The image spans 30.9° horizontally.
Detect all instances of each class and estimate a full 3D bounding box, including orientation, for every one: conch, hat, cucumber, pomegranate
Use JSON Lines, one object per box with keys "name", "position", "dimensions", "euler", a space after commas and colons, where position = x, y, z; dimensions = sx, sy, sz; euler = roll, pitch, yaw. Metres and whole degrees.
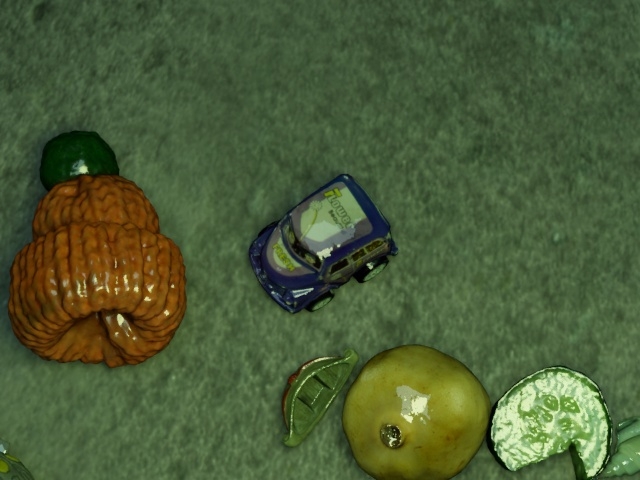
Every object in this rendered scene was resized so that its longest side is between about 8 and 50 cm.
{"name": "conch", "position": [0.509, 0.330, 1.840], "dimensions": [0.180, 0.088, 0.065], "euler": [-26, 118, -13]}
{"name": "hat", "position": [-0.343, -0.001, 1.877], "dimensions": [0.285, 0.285, 0.400], "euler": [1, 54, 1]}
{"name": "cucumber", "position": [0.356, 0.285, 1.813], "dimensions": [0.191, 0.130, 0.191], "euler": [0, 74, 1]}
{"name": "pomegranate", "position": [0.144, 0.271, 1.784], "dimensions": [0.233, 0.233, 0.233], "euler": [0, 74, 1]}

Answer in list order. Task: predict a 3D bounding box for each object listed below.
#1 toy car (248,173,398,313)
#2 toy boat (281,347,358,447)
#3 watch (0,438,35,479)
{"name": "toy car", "position": [0.000, 0.000, 1.890], "dimensions": [0.235, 0.158, 0.172], "euler": [-34, 75, -9]}
{"name": "toy boat", "position": [-0.013, 0.244, 1.855], "dimensions": [0.185, 0.089, 0.071], "euler": [-54, 35, -10]}
{"name": "watch", "position": [-0.588, 0.422, 1.764], "dimensions": [0.305, 0.241, 0.274], "euler": [21, 92, 5]}
